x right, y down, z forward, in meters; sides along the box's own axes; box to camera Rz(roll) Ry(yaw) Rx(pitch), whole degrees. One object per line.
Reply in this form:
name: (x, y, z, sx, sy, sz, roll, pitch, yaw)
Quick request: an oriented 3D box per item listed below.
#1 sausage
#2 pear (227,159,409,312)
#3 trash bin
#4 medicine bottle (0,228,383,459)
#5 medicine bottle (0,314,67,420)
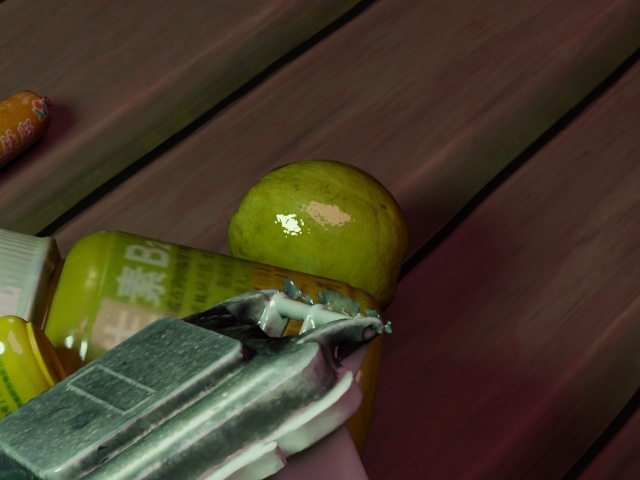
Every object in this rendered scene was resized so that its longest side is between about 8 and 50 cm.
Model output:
sausage: (-0.361, -0.045, 1.757, 0.053, 0.053, 0.348, 36, 50, 16)
pear: (0.000, 0.000, 1.757, 0.162, 0.149, 0.149, 25, 47, -1)
trash bin: (-0.041, 0.241, 1.358, 0.296, 0.256, 0.367, -34, 107, -20)
medicine bottle: (-0.157, 0.107, 1.569, 0.384, 0.224, 0.224, 12, 48, -4)
medicine bottle: (-0.313, 0.139, 1.432, 0.261, 0.095, 0.064, -23, 23, 6)
